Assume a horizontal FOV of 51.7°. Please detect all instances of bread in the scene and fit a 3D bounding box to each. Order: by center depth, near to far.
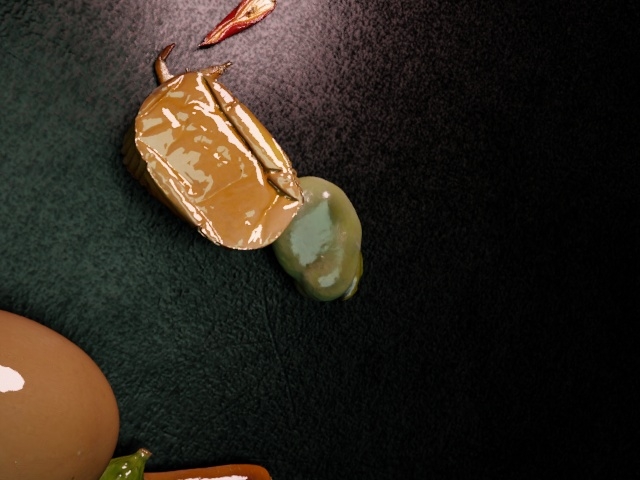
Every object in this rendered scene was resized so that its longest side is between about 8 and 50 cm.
[{"bbox_3d":[-0.167,-0.105,1.026,0.288,0.156,0.204,42,71,-9],"label":"bread"}]

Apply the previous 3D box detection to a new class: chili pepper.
[{"bbox_3d":[-0.136,-0.371,1.111,0.178,0.027,0.045,-44,105,-19],"label":"chili pepper"}]

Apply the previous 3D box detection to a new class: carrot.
[{"bbox_3d":[-0.183,0.407,1.088,0.225,0.067,0.067,5,89,-24],"label":"carrot"}]

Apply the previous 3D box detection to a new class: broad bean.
[{"bbox_3d":[0.000,0.000,1.149,0.169,0.100,0.228,-33,101,-20],"label":"broad bean"}]

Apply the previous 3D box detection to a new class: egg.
[{"bbox_3d":[-0.445,0.233,0.827,0.374,0.301,0.301,19,83,-37],"label":"egg"}]

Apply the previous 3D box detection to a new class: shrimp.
[{"bbox_3d":[-0.207,-0.284,1.080,0.127,0.025,0.091,-24,100,-21],"label":"shrimp"}]

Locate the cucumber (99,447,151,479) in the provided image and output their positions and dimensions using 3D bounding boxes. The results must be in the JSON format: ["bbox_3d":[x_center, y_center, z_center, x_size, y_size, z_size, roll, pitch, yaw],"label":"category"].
[{"bbox_3d":[-0.341,0.414,0.984,0.134,0.134,0.244,46,66,-20],"label":"cucumber"}]
